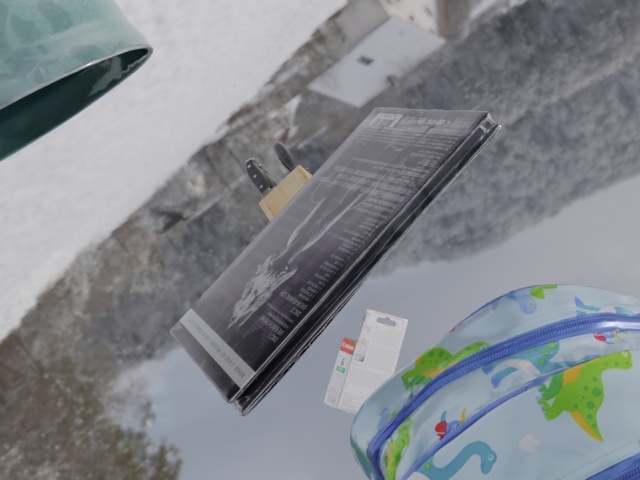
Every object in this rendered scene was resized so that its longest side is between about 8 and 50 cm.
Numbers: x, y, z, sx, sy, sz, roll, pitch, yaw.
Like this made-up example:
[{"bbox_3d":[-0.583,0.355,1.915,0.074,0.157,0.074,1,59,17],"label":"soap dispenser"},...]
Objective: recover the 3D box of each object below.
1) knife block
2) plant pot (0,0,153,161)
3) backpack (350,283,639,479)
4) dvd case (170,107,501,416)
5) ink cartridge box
[{"bbox_3d":[-0.031,-0.048,1.385,0.088,0.242,0.276,-44,177,8],"label":"knife block"},{"bbox_3d":[-0.304,-0.157,0.713,0.293,0.196,0.293,-30,-172,5],"label":"plant pot"},{"bbox_3d":[0.180,0.170,0.581,0.290,0.273,0.355,-38,162,25],"label":"backpack"},{"bbox_3d":[0.000,0.000,0.594,0.221,0.018,0.164,-47,-159,-8],"label":"dvd case"},{"bbox_3d":[0.051,0.134,1.026,0.029,0.063,0.115,13,-95,59],"label":"ink cartridge box"}]
